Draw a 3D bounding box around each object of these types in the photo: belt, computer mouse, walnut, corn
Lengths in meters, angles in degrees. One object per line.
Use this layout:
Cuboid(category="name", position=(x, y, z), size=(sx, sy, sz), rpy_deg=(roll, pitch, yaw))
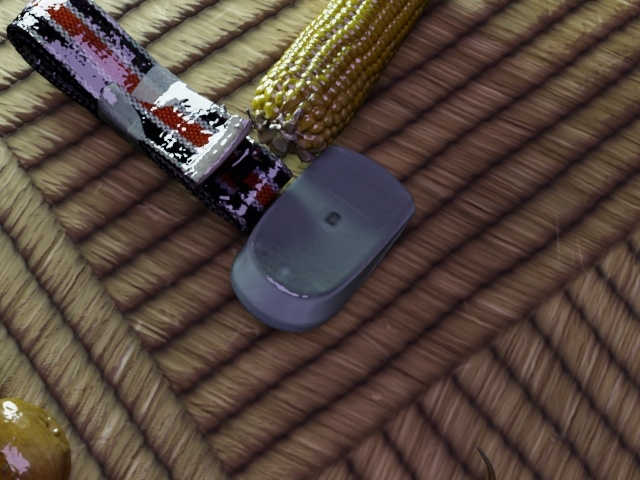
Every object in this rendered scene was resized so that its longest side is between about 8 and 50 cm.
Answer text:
Cuboid(category="belt", position=(-0.185, -0.145, 0.984), size=(0.359, 0.126, 0.094), rpy_deg=(39, 81, 13))
Cuboid(category="computer mouse", position=(0.000, 0.000, 0.970), size=(0.128, 0.079, 0.231), rpy_deg=(40, 60, 9))
Cuboid(category="walnut", position=(-0.301, 0.208, 0.908), size=(0.091, 0.052, 0.121), rpy_deg=(-39, 81, -15))
Cuboid(category="corn", position=(0.031, -0.219, 1.016), size=(0.106, 0.106, 0.305), rpy_deg=(31, 71, 7))

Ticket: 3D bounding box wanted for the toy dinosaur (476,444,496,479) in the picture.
Cuboid(category="toy dinosaur", position=(0.181, 0.294, 0.910), size=(0.058, 0.037, 0.180), rpy_deg=(-1, 75, -7))
